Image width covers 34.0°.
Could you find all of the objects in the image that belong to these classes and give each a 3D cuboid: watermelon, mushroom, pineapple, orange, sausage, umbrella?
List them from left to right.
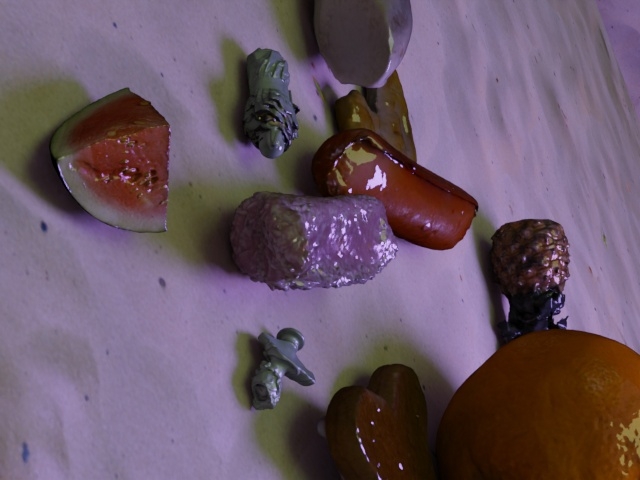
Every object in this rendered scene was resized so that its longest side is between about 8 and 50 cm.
[{"bbox_3d":[-0.161,-0.083,0.867,0.125,0.094,0.135,31,43,-39],"label":"watermelon"},{"bbox_3d":[-0.053,-0.146,1.123,0.067,0.062,0.143,87,0,-53],"label":"umbrella"},{"bbox_3d":[0.060,-0.318,1.352,0.128,0.128,0.350,50,33,-35],"label":"mushroom"},{"bbox_3d":[0.092,-0.058,1.289,0.330,0.102,0.102,23,55,-55],"label":"sausage"},{"bbox_3d":[0.324,0.094,1.584,0.128,0.128,0.247,29,54,-51],"label":"pineapple"},{"bbox_3d":[0.290,0.258,1.237,0.312,0.312,0.312,37,44,-46],"label":"orange"}]

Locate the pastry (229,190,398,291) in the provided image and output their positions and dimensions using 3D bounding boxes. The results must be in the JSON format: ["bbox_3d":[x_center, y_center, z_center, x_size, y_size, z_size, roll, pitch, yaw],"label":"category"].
[{"bbox_3d":[-0.013,0.002,1.065,0.265,0.112,0.102,5,77,-67],"label":"pastry"}]

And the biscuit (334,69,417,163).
[{"bbox_3d":[0.069,-0.169,1.370,0.183,0.039,0.174,11,66,-59],"label":"biscuit"}]

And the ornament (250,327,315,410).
[{"bbox_3d":[-0.039,0.120,1.014,0.092,0.041,0.068,-19,72,-53],"label":"ornament"}]

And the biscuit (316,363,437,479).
[{"bbox_3d":[0.090,0.352,1.079,0.283,0.064,0.431,-4,79,-70],"label":"biscuit"}]
